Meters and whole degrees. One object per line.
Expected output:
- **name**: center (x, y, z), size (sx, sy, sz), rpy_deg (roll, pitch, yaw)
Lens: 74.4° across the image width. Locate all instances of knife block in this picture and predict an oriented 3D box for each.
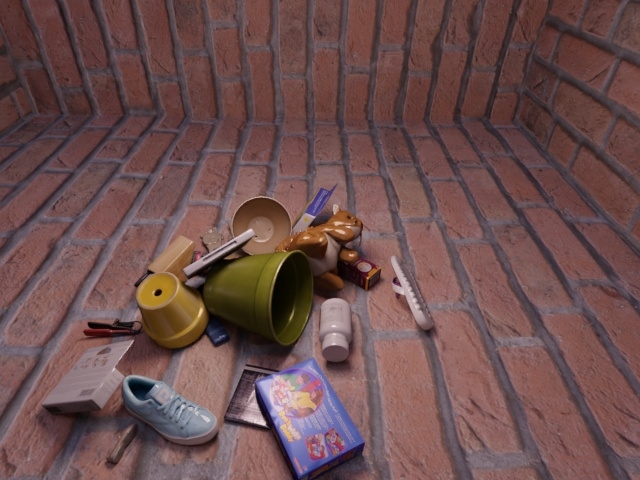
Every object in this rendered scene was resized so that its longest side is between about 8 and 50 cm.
- **knife block**: center (-0.688, 0.124, 1.843), size (0.088, 0.276, 0.242), rpy_deg (23, 13, 24)

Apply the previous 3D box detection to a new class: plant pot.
- **plant pot**: center (-0.262, 0.207, 1.691), size (0.352, 0.367, 0.367), rpy_deg (5, 37, 23)
- **plant pot**: center (-0.290, -0.063, 2.075), size (0.283, 0.285, 0.191), rpy_deg (-6, -1, -10)
- **plant pot**: center (-0.586, 0.254, 1.628), size (0.253, 0.239, 0.254), rpy_deg (-3, 53, 5)

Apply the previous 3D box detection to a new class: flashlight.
- **flashlight**: center (-0.463, 0.109, 1.938), size (0.303, 0.103, 0.103), rpy_deg (4, 44, 20)

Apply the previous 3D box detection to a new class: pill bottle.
- **pill bottle**: center (0.059, 0.351, 1.655), size (0.131, 0.131, 0.229), rpy_deg (2, 38, 1)

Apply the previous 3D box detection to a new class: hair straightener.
- **hair straightener**: center (-0.825, 0.341, 1.706), size (0.230, 0.047, 0.089), rpy_deg (-2, 38, -5)

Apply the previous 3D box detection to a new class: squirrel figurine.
- **squirrel figurine**: center (0.000, 0.000, 1.915), size (0.396, 0.281, 0.371), rpy_deg (-4, 37, 38)

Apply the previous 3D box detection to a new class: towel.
- **towel**: center (-0.420, 0.369, 1.700), size (0.067, 0.029, 0.119), rpy_deg (-23, 45, -28)

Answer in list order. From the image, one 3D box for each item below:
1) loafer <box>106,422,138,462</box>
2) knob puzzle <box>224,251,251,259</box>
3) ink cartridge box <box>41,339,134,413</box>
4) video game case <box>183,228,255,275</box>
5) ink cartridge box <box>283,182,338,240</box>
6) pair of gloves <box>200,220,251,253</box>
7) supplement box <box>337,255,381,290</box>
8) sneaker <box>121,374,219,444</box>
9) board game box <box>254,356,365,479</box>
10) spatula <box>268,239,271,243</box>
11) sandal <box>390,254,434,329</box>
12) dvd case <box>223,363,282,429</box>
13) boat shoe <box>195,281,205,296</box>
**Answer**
- **loafer**: center (-0.632, 0.639, 1.340), size (0.039, 0.045, 0.125), rpy_deg (5, 40, 15)
- **knob puzzle**: center (-0.385, 0.126, 1.993), size (0.212, 0.030, 0.213), rpy_deg (-8, 44, 8)
- **ink cartridge box**: center (-0.779, 0.467, 1.446), size (0.274, 0.060, 0.239), rpy_deg (-15, 30, 27)
- **video game case**: center (-0.422, 0.063, 1.734), size (0.299, 0.036, 0.329), rpy_deg (-33, 3, -18)
- **ink cartridge box**: center (-0.052, -0.146, 2.141), size (0.072, 0.307, 0.304), rpy_deg (35, 34, -6)
- **pair of gloves**: center (-0.484, -0.013, 2.176), size (0.239, 0.042, 0.204), rpy_deg (-20, 47, -23)
- **supplement box**: center (0.176, 0.139, 1.970), size (0.188, 0.081, 0.104), rpy_deg (29, 46, 31)
- **sneaker**: center (-0.506, 0.545, 1.375), size (0.365, 0.150, 0.135), rpy_deg (13, 41, 14)
- **board game box**: center (-0.045, 0.579, 1.387), size (0.233, 0.078, 0.347), rpy_deg (-15, 43, -24)
- **spatula**: center (-0.128, 0.011, 2.174), size (0.241, 0.019, 0.168), rpy_deg (-18, 41, -23)
- **sandal**: center (0.367, 0.222, 1.848), size (0.102, 0.169, 0.417), rpy_deg (-36, 36, 18)
- **dvd case**: center (-0.224, 0.546, 1.489), size (0.164, 0.018, 0.221), rpy_deg (8, 39, 9)
- **boat shoe**: center (-0.546, 0.238, 1.827), size (0.068, 0.072, 0.190), rpy_deg (19, 42, 21)
